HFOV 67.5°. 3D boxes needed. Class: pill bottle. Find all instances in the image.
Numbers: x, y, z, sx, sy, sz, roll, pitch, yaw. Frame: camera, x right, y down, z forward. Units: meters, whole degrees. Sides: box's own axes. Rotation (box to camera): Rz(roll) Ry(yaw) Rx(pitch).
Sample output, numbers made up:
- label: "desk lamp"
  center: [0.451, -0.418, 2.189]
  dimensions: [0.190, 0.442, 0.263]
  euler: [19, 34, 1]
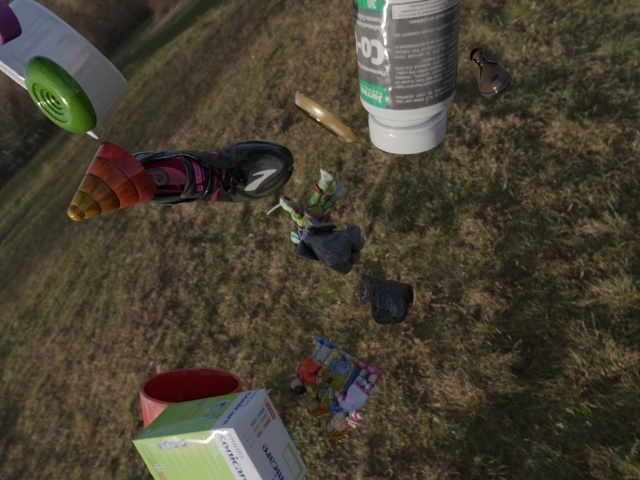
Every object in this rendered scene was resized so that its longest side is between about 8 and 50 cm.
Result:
- label: "pill bottle"
  center: [0.176, -0.374, 0.975]
  dimensions: [0.204, 0.361, 0.204]
  euler: [-6, 41, 5]

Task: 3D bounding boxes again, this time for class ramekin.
- label: "ramekin"
  center: [-0.532, -0.347, 0.971]
  dimensions: [0.277, 0.277, 0.135]
  euler: [25, 76, 50]

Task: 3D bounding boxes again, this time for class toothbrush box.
- label: "toothbrush box"
  center: [-0.204, 0.435, 0.968]
  dimensions: [0.283, 0.206, 0.122]
  euler: [-20, 12, 30]

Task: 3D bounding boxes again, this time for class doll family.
- label: "doll family"
  center: [0.041, 0.326, 1.014]
  dimensions: [0.263, 0.118, 0.163]
  euler: [14, 69, 57]

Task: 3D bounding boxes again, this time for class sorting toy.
- label: "sorting toy"
  center: [-0.415, -0.169, 0.723]
  dimensions: [0.127, 0.365, 0.126]
  euler: [2, 44, 42]

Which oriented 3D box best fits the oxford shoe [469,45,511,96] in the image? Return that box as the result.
- label: "oxford shoe"
  center: [0.441, -0.456, 1.284]
  dimensions: [0.083, 0.096, 0.227]
  euler: [-37, 31, 25]

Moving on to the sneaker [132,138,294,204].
- label: "sneaker"
  center: [-0.304, -0.168, 1.308]
  dimensions: [0.483, 0.185, 0.202]
  euler: [-9, 19, -8]

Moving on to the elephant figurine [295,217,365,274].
- label: "elephant figurine"
  center: [0.000, 0.000, 1.474]
  dimensions: [0.239, 0.186, 0.169]
  euler: [26, 71, 27]

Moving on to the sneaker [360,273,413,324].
- label: "sneaker"
  center: [0.184, 0.142, 1.216]
  dimensions: [0.286, 0.130, 0.109]
  euler: [-126, 42, -80]

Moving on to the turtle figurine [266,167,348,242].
- label: "turtle figurine"
  center: [-0.046, -0.128, 1.746]
  dimensions: [0.266, 0.198, 0.274]
  euler: [-51, 8, 1]

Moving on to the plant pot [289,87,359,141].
- label: "plant pot"
  center: [0.005, -0.344, 1.346]
  dimensions: [0.032, 0.236, 0.236]
  euler: [-54, 38, 7]

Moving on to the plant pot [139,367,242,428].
- label: "plant pot"
  center: [-0.352, 0.509, 1.312]
  dimensions: [0.275, 0.275, 0.243]
  euler: [5, 95, 46]
